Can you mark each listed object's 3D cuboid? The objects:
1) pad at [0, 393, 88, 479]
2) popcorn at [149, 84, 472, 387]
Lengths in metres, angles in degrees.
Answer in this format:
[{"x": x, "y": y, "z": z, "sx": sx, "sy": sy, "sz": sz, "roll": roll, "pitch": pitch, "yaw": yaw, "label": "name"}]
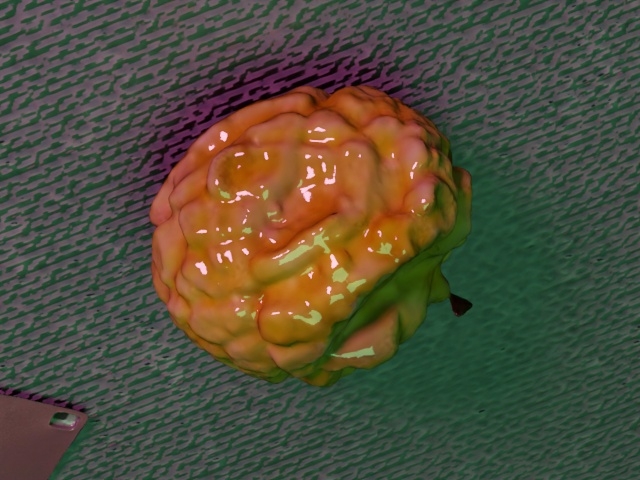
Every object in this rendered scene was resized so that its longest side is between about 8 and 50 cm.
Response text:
[{"x": -0.229, "y": 0.153, "z": 1.188, "sx": 0.113, "sy": 0.006, "sz": 0.187, "roll": 16, "pitch": 124, "yaw": -30, "label": "pad"}, {"x": 0.000, "y": 0.000, "z": 1.045, "sx": 0.180, "sy": 0.180, "sz": 0.170, "roll": -40, "pitch": 101, "yaw": 17, "label": "popcorn"}]
